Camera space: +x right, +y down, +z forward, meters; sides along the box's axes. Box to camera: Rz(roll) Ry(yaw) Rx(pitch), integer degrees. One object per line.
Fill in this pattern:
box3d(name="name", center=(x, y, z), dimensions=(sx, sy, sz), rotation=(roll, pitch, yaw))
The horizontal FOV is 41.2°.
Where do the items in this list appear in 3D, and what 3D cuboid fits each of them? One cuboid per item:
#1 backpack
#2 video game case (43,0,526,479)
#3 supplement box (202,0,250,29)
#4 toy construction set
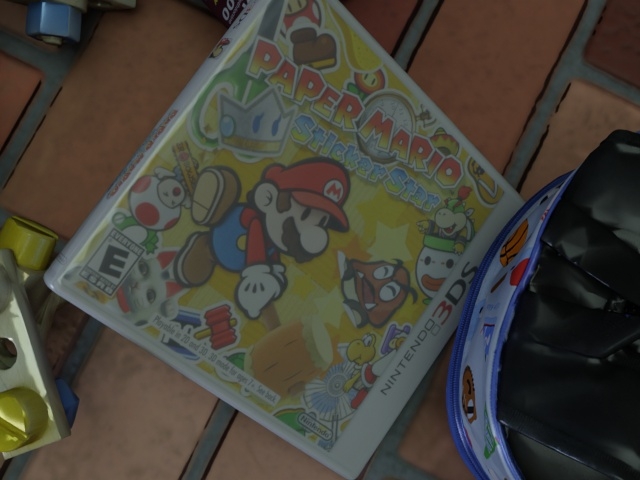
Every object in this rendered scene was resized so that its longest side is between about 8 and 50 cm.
box3d(name="backpack", center=(0.205, 0.071, 0.444), dimensions=(0.263, 0.213, 0.277), rotation=(28, 76, -6))
box3d(name="video game case", center=(0.000, 0.000, 0.479), dimensions=(0.227, 0.026, 0.206), rotation=(40, 81, -30))
box3d(name="supplement box", center=(-0.068, -0.246, 0.524), dimensions=(0.239, 0.073, 0.130), rotation=(49, 54, 4))
box3d(name="toy construction set", center=(-0.212, -0.056, 0.476), dimensions=(0.214, 0.151, 0.328), rotation=(5, 77, 12))
